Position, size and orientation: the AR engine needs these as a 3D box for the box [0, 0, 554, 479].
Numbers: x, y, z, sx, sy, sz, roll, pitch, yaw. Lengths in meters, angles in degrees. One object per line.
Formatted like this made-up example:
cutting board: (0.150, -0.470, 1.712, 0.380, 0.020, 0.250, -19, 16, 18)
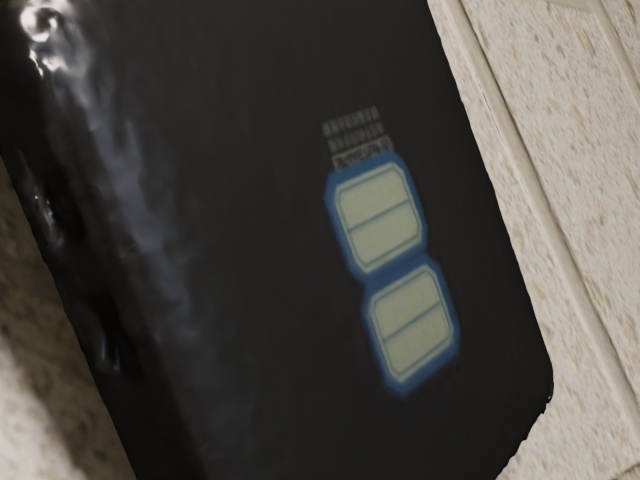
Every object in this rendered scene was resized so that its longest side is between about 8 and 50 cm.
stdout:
box: (0.000, 0.000, 0.600, 0.359, 0.091, 0.350, -32, 103, -56)
